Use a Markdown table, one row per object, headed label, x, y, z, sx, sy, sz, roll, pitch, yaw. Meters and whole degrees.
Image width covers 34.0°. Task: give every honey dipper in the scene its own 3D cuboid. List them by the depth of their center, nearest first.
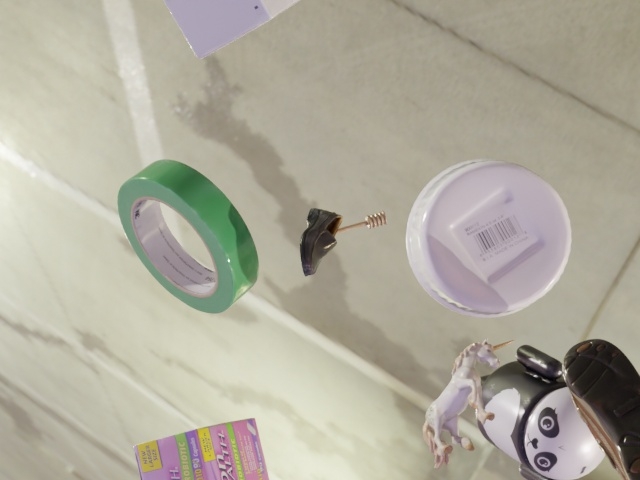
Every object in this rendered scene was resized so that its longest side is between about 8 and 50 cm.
| label | x | y | z | sx | sy | sz | roll | pitch | yaw |
| --- | --- | --- | --- | --- | --- | --- | --- | --- | --- |
| honey dipper | 0.052 | -0.024 | 2.063 | 0.030 | 0.160 | 0.031 | 165 | 90 | -82 |

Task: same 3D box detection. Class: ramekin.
| label | x | y | z | sx | sy | sz | roll | pitch | yaw |
| --- | --- | --- | --- | --- | --- | --- | --- | --- | --- |
| ramekin | 0.285 | -0.005 | 1.752 | 0.277 | 0.277 | 0.135 | 37 | 180 | 1 |

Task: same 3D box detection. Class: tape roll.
| label | x | y | z | sx | sy | sz | roll | pitch | yaw |
| --- | --- | --- | --- | --- | --- | --- | --- | --- | --- |
| tape roll | -0.264 | -0.005 | 2.067 | 0.321 | 0.077 | 0.321 | 29 | 141 | 27 |

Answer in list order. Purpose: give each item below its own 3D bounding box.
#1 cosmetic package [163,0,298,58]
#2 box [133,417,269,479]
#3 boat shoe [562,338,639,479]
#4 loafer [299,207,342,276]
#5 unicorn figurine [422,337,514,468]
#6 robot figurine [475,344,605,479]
| label | x | y | z | sx | sy | sz | roll | pitch | yaw |
| --- | --- | --- | --- | --- | --- | --- | --- | --- | --- |
| cosmetic package | -0.114 | -0.389 | 1.346 | 0.138 | 0.225 | 0.224 | -20 | 106 | 37 |
| box | -0.178 | 0.413 | 1.711 | 0.117 | 0.214 | 0.243 | -17 | 169 | 17 |
| boat shoe | 0.473 | 0.295 | 1.545 | 0.120 | 0.122 | 0.324 | 72 | 172 | -59 |
| loafer | 0.000 | 0.000 | 1.943 | 0.061 | 0.170 | 0.062 | 1 | 134 | 12 |
| unicorn figurine | 0.171 | 0.186 | 1.247 | 0.060 | 0.162 | 0.111 | 40 | -165 | -27 |
| robot figurine | 0.382 | 0.313 | 1.844 | 0.209 | 0.173 | 0.278 | 47 | 170 | -26 |
